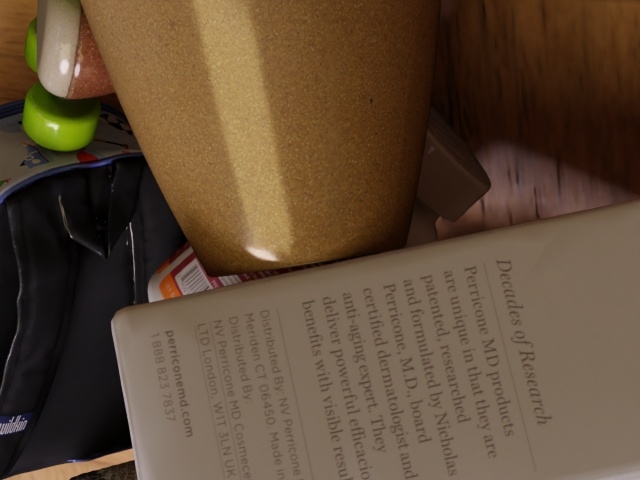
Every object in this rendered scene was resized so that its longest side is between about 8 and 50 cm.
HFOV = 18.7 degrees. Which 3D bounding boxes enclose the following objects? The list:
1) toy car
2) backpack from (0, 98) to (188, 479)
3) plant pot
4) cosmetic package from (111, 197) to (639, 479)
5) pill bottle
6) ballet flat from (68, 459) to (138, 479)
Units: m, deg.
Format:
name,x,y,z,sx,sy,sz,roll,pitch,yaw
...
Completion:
name,x,y,z,sx,sy,sz,roll,pitch,yaw
toy car,-0.096,-0.148,1.306,0.188,0.149,0.155,7,131,-13
backpack,-0.202,0.027,1.397,0.213,0.276,0.263,41,130,32
plant pot,-0.025,-0.112,1.130,0.237,0.237,0.254,-9,91,33
cosmetic package,0.125,0.098,1.149,0.453,0.161,0.230,-11,160,-1
pill bottle,0.000,0.000,1.301,0.221,0.121,0.121,-41,103,13
ballet flat,-0.066,0.273,1.558,0.164,0.182,0.483,9,143,29
